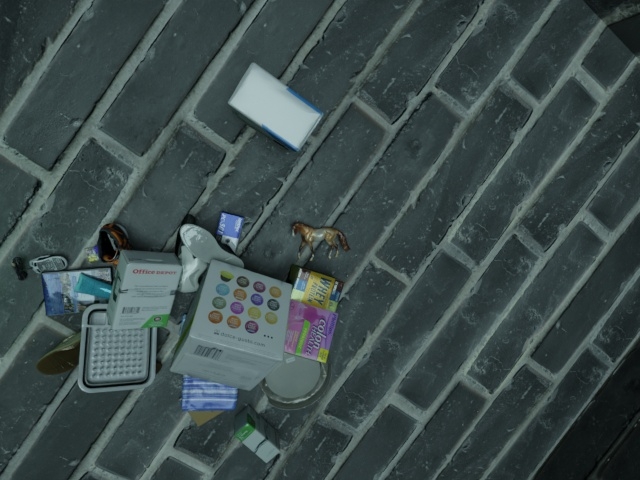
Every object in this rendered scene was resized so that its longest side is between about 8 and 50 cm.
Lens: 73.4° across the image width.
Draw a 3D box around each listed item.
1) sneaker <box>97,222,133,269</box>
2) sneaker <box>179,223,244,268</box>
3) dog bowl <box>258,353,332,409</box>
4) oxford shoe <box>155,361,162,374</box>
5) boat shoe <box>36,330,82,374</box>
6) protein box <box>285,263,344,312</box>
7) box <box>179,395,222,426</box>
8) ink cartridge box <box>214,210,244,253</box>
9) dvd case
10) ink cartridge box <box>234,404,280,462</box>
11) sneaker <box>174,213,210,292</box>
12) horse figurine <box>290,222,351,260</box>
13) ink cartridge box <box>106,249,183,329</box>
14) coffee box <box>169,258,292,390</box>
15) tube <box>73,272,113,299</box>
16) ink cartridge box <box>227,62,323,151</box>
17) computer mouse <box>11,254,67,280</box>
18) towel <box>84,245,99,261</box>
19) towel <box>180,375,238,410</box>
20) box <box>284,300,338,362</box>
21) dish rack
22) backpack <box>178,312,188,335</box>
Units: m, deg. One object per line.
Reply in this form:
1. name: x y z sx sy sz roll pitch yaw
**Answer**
1. sneaker: -0.787 0.090 1.692 0.125 0.180 0.321 -28 103 -4
2. sneaker: -0.444 0.027 1.698 0.296 0.147 0.104 41 83 -31
3. dog bowl: -0.128 0.577 1.931 0.349 0.102 0.348 -2 99 -11
4. oxford shoe: -0.771 0.482 1.823 0.227 0.083 0.096 44 67 -12
5. boat shoe: -1.004 0.438 1.757 0.302 0.098 0.109 -33 117 -5
6. protein box: -0.034 0.199 1.827 0.201 0.200 0.135 19 87 -13
7. box: -0.505 0.718 1.929 0.201 0.021 0.164 -31 103 -3
8. ink cartridge box: -0.396 -0.011 1.813 0.097 0.046 0.206 15 97 -12
9. dvd case: -0.978 0.204 1.741 0.253 0.022 0.180 -4 100 -18
10. ink cartridge box: -0.284 0.867 1.926 0.087 0.153 0.208 -43 103 0
11. sneaker: -0.526 0.055 1.777 0.146 0.122 0.330 5 101 -26
12. horse figurine: 0.000 0.000 1.877 0.264 0.066 0.174 -3 106 -7
13. ink cartridge box: -0.682 0.190 1.665 0.211 0.121 0.289 6 113 -40
14. coffee box: -0.341 0.333 1.663 0.338 0.334 0.338 20 137 -17
15. tube: -0.879 0.201 1.738 0.207 0.052 0.080 20 88 -15
16. ink cartridge box: -0.175 -0.472 1.600 0.286 0.395 0.166 33 95 -13
17. computer mouse: -1.107 0.096 1.703 0.193 0.042 0.105 -10 124 -13
18. towel: -0.912 0.052 1.751 0.083 0.009 0.060 -13 101 -8
19. towel: -0.481 0.586 1.886 0.244 0.040 0.335 4 94 -10
20. box: -0.076 0.379 1.810 0.243 0.117 0.213 20 72 -11
21. dish rack: -0.807 0.425 1.711 0.286 0.072 0.332 9 69 -40
22. backpack: -0.537 0.369 1.829 0.115 0.084 0.104 14 88 -14
